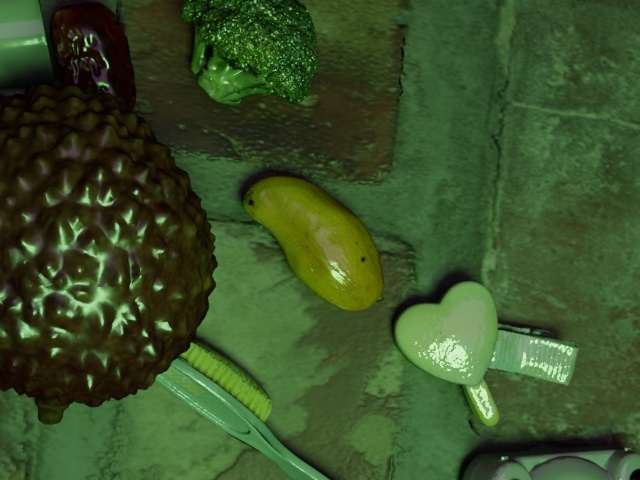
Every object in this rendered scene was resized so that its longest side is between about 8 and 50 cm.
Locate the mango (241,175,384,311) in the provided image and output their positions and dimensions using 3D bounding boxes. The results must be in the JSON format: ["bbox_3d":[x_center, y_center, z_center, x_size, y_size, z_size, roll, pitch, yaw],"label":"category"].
[{"bbox_3d":[0.000,0.000,0.872,0.190,0.075,0.098,46,65,-1],"label":"mango"}]

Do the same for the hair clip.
[{"bbox_3d":[0.186,0.131,0.921,0.218,0.071,0.159,12,83,-11],"label":"hair clip"}]

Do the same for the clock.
[{"bbox_3d":[0.273,0.362,0.906,0.227,0.090,0.248,1,85,-17],"label":"clock"}]

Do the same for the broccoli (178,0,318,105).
[{"bbox_3d":[-0.076,-0.213,0.848,0.138,0.146,0.162,-42,114,14],"label":"broccoli"}]

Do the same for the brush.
[{"bbox_3d":[-0.060,0.193,0.844,0.297,0.068,0.060,42,52,-13],"label":"brush"}]

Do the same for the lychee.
[{"bbox_3d":[-0.220,0.015,0.693,0.275,0.276,0.304,2,102,-17],"label":"lychee"}]

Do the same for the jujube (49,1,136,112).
[{"bbox_3d":[-0.230,-0.182,0.821,0.077,0.077,0.129,-20,96,-18],"label":"jujube"}]

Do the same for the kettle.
[{"bbox_3d":[-0.344,-0.183,0.786,0.148,0.127,0.098,-12,55,-15],"label":"kettle"}]
